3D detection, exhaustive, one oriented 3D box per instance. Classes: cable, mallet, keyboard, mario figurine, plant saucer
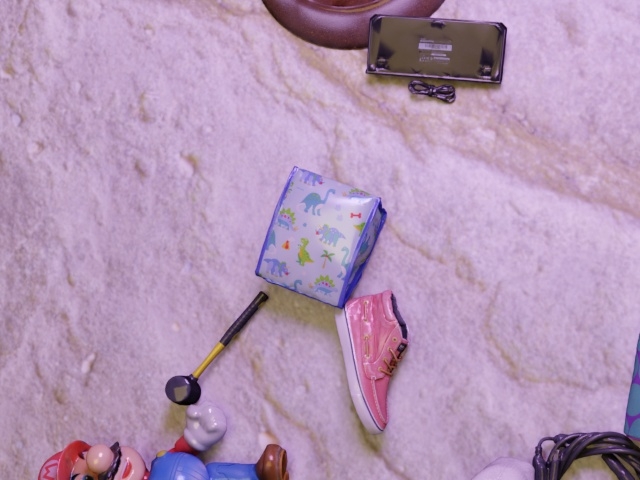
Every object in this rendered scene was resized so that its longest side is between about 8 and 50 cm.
[{"bbox_3d":[0.333,0.325,1.275,0.151,0.047,0.184,-2,80,9],"label":"cable"},{"bbox_3d":[-0.138,0.143,1.402,0.039,0.062,0.189,39,93,14],"label":"mallet"},{"bbox_3d":[0.150,-0.238,1.386,0.180,0.023,0.108,6,101,11],"label":"keyboard"},{"bbox_3d":[-0.211,0.305,1.340,0.321,0.198,0.170,0,96,10],"label":"mario figurine"},{"bbox_3d":[0.045,-0.417,1.432,0.311,0.050,0.310,-2,83,13],"label":"plant saucer"}]

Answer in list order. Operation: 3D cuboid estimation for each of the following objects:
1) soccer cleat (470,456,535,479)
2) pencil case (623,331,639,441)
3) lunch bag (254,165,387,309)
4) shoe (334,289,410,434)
[{"bbox_3d":[0.208,0.415,1.264,0.116,0.143,0.331,15,111,21],"label":"soccer cleat"},{"bbox_3d":[0.408,0.166,1.260,0.070,0.064,0.151,7,85,31],"label":"pencil case"},{"bbox_3d":[0.000,0.000,1.368,0.129,0.096,0.151,20,79,15],"label":"lunch bag"},{"bbox_3d":[0.077,0.153,1.345,0.081,0.063,0.178,-18,75,17],"label":"shoe"}]
